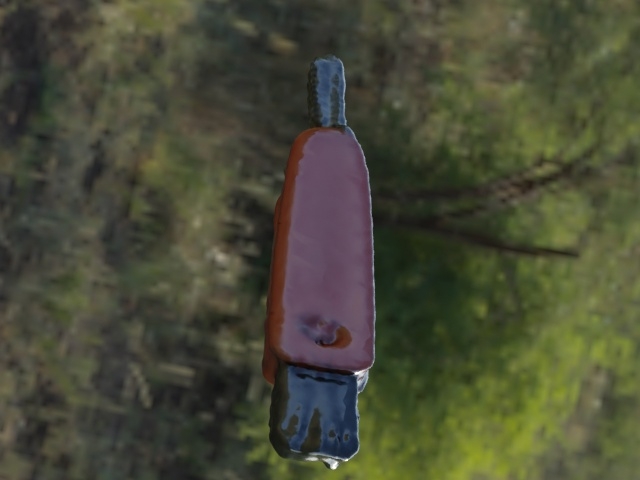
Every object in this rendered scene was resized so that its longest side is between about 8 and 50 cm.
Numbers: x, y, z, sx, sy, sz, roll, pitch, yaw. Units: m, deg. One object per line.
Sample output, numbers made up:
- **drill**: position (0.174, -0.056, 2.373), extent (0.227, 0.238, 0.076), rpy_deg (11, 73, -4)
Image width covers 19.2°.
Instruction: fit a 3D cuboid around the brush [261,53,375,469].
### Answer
- **brush**: position (0.000, 0.000, 1.223), extent (0.051, 0.070, 0.323), rpy_deg (104, -11, -51)
